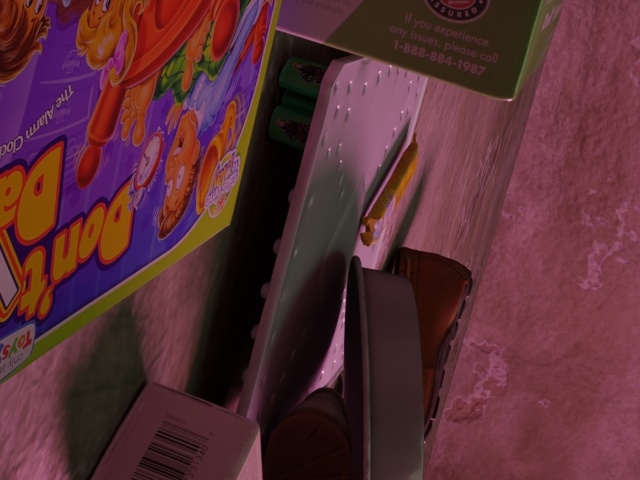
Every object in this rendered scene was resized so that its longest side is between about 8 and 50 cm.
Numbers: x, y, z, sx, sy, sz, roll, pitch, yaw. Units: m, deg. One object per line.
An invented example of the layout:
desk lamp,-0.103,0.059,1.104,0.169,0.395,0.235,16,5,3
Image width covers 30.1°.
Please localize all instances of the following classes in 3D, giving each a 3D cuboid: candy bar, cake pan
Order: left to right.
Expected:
cake pan,0.054,0.160,1.095,0.293,0.054,0.293,180,-90,-88
candy bar,0.073,-0.051,1.201,0.161,0.018,0.040,-58,159,-46

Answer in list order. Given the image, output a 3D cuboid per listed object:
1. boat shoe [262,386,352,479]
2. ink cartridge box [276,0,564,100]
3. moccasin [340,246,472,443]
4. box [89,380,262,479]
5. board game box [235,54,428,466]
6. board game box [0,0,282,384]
boat shoe,-0.021,0.276,1.105,0.089,0.104,0.285,-55,162,-71
ink cartridge box,0.062,-0.276,0.606,0.119,0.207,0.354,-44,151,-61
moccasin,0.100,0.187,1.674,0.139,0.147,0.380,118,-10,-75
box,-0.104,0.231,0.916,0.275,0.094,0.113,93,20,-52
board game box,0.000,0.000,1.121,0.390,0.050,0.390,-37,144,-68
board game box,-0.109,-0.079,0.467,0.347,0.078,0.233,-42,149,-66
